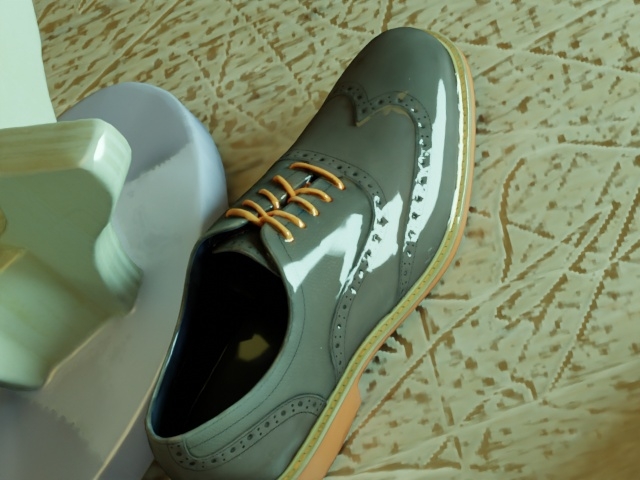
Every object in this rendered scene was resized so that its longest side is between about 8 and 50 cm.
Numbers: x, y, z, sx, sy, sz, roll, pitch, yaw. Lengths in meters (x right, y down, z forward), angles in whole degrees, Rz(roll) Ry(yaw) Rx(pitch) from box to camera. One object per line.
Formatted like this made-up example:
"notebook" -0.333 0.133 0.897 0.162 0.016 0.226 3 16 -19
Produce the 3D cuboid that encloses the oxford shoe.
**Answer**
"oxford shoe" 0.000 0.000 0.731 0.097 0.098 0.271 12 69 29

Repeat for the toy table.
"toy table" -0.162 0.007 0.749 0.252 0.161 0.274 -14 54 26
